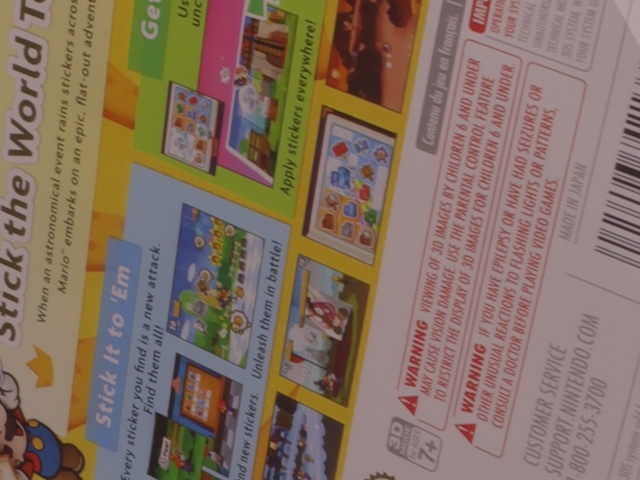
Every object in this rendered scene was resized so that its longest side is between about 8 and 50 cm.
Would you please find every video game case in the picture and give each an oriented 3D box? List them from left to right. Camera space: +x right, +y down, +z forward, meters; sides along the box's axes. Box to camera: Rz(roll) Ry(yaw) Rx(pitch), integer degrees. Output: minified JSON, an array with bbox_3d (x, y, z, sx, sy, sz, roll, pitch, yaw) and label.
[{"bbox_3d":[0.000,0.000,0.437,0.206,0.026,0.227,23,119,26],"label":"video game case"}]
